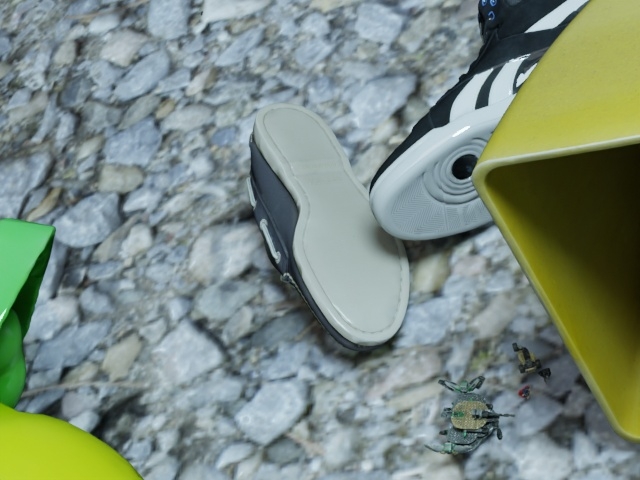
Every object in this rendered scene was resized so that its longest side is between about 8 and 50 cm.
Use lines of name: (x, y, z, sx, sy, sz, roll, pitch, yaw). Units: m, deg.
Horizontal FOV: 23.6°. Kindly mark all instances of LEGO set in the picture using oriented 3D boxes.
LEGO set: (0.095, 0.096, 0.875, 0.083, 0.023, 0.054, -25, 49, 1)

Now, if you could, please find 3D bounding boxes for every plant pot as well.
plant pot: (0.226, -0.043, 0.762, 0.212, 0.212, 0.187, -10, 42, 30)

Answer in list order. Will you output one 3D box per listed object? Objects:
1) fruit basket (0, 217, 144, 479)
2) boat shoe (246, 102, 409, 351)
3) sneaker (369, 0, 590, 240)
fruit basket: (-0.233, 0.176, 0.928, 0.283, 0.392, 0.392, 125, 164, -63)
boat shoe: (0.000, 0.000, 0.997, 0.065, 0.075, 0.206, 112, 146, -42)
sneaker: (0.109, -0.094, 0.967, 0.217, 0.079, 0.121, -34, 42, -1)
